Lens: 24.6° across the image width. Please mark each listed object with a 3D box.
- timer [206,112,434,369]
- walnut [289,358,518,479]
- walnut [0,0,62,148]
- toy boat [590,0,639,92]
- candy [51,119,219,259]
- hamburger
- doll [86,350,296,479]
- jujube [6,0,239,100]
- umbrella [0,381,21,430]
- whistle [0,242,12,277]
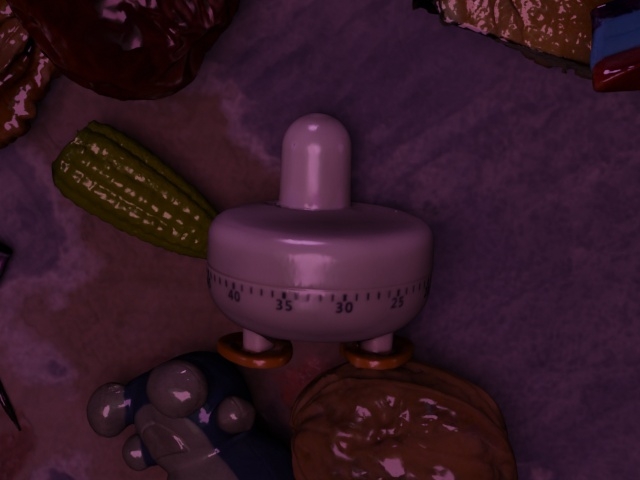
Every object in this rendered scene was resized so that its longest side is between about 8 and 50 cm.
[{"bbox_3d":[0.000,0.000,1.478,0.233,0.233,0.240,4,102,9],"label":"timer"},{"bbox_3d":[0.085,0.218,1.513,0.245,0.198,0.198,14,100,3],"label":"walnut"},{"bbox_3d":[-0.353,-0.178,1.592,0.143,0.069,0.170,45,101,2],"label":"walnut"},{"bbox_3d":[0.415,-0.202,1.366,0.392,0.136,0.079,-10,73,-19],"label":"toy boat"},{"bbox_3d":[-0.185,-0.044,1.575,0.209,0.097,0.096,33,102,-3],"label":"candy"},{"bbox_3d":[0.243,-0.274,1.437,0.309,0.132,0.211,18,99,-4],"label":"hamburger"},{"bbox_3d":[-0.117,0.245,1.576,0.228,0.154,0.258,-26,86,45],"label":"doll"},{"bbox_3d":[-0.243,-0.292,1.499,0.342,0.216,0.216,45,103,7],"label":"jujube"},{"bbox_3d":[-0.371,0.164,1.674,0.013,0.022,0.122,-28,105,-13],"label":"umbrella"},{"bbox_3d":[-0.398,0.078,1.656,0.033,0.033,0.176,30,101,4],"label":"whistle"}]
